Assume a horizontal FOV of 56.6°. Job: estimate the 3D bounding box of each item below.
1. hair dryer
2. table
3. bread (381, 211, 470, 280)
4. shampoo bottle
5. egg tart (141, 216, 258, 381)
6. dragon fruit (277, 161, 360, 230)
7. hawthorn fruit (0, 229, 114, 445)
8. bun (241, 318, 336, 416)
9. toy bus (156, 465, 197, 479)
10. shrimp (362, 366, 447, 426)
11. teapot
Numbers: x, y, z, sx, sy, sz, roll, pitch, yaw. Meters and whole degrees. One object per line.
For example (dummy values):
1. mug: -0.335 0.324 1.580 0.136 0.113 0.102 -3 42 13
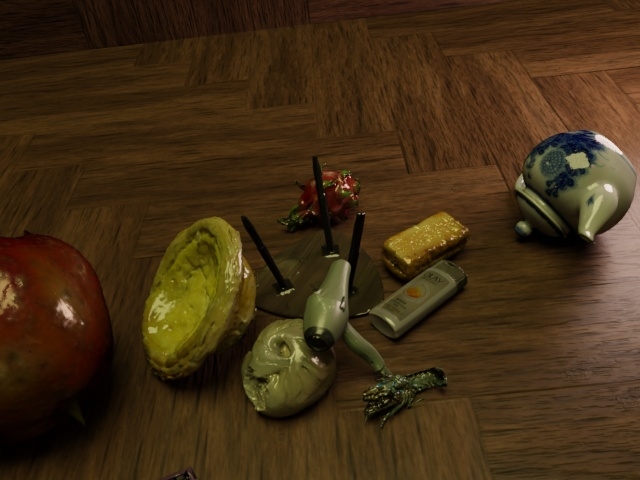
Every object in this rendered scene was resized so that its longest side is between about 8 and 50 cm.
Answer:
1. hair dryer: 0.057 0.139 1.157 0.088 0.224 0.219 -32 43 34
2. table: 0.000 0.000 1.309 0.317 0.249 0.317 -5 40 4
3. bread: 0.244 0.013 1.385 0.210 0.083 0.114 -27 47 -22
4. shampoo bottle: 0.213 0.123 1.281 0.227 0.056 0.086 -31 41 -26
5. egg tart: -0.244 0.126 1.235 0.345 0.132 0.346 -23 55 37
6. dragon fruit: -0.006 -0.107 1.539 0.235 0.135 0.137 -24 46 8
7. hawthorn fruit: -0.562 0.195 1.101 0.402 0.403 0.403 -4 40 4
8. bun: -0.068 0.234 1.140 0.178 0.128 0.193 28 54 33
9. toy bus: -0.268 0.442 0.956 0.178 0.087 0.098 -19 35 -11
10. shrimp: 0.152 0.286 1.109 0.174 0.076 0.082 -16 81 -16
11. teapot: 0.565 -0.108 1.382 0.280 0.252 0.424 -44 17 13
